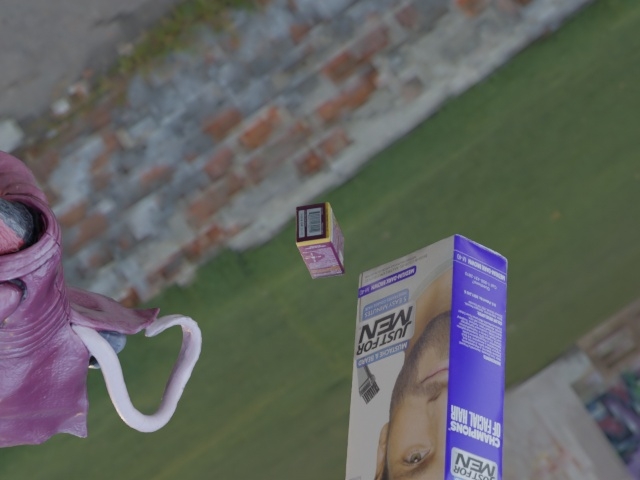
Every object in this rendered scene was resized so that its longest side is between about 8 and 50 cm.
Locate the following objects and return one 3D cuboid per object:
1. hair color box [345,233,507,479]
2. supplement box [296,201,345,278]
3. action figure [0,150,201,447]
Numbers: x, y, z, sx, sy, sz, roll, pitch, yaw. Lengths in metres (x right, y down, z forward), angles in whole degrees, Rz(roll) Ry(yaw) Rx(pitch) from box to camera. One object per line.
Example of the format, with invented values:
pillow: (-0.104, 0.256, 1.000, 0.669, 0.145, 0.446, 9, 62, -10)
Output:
hair color box: (0.134, 0.182, 2.087, 0.110, 0.339, 0.185, 23, 148, -35)
supplement box: (0.000, 0.000, 1.976, 0.043, 0.055, 0.083, -9, 145, 11)
action figure: (-0.260, 0.063, 1.392, 0.370, 0.275, 0.248, 97, 8, -59)
